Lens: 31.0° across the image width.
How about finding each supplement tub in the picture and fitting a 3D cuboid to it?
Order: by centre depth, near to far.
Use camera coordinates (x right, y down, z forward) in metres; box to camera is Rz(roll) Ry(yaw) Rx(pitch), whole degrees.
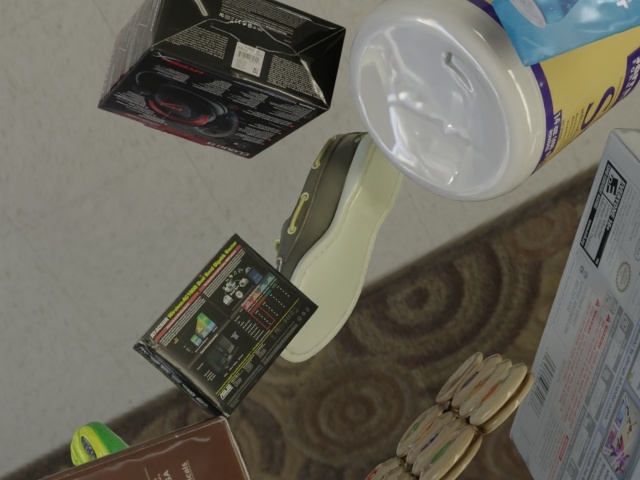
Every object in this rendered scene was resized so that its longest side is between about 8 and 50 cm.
[{"bbox_3d":[0.220,-0.216,1.268,0.331,0.241,0.241,-37,132,-32],"label":"supplement tub"}]

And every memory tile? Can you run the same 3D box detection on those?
[{"bbox_3d":[0.056,0.101,0.574,0.012,0.148,0.113,42,87,2],"label":"memory tile"}]

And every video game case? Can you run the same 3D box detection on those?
[{"bbox_3d":[0.220,0.104,0.726,0.061,0.244,0.269,1,123,-15],"label":"video game case"}]

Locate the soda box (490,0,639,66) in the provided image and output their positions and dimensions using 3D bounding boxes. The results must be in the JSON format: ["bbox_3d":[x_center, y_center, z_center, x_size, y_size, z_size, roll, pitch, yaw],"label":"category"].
[{"bbox_3d":[0.246,-0.216,0.981,0.067,0.210,0.071,-36,102,-31],"label":"soda box"}]

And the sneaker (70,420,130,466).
[{"bbox_3d":[-0.222,0.332,1.594,0.295,0.123,0.109,43,144,-25],"label":"sneaker"}]

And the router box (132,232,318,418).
[{"bbox_3d":[-0.075,0.069,0.917,0.092,0.038,0.122,43,67,-5],"label":"router box"}]

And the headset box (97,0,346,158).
[{"bbox_3d":[-0.133,-0.202,1.401,0.218,0.293,0.110,17,75,-20],"label":"headset box"}]

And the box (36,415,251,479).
[{"bbox_3d":[-0.235,0.252,0.771,0.382,0.143,0.191,-13,167,-35],"label":"box"}]

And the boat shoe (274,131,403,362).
[{"bbox_3d":[0.002,0.002,1.383,0.109,0.091,0.305,42,66,-44],"label":"boat shoe"}]
